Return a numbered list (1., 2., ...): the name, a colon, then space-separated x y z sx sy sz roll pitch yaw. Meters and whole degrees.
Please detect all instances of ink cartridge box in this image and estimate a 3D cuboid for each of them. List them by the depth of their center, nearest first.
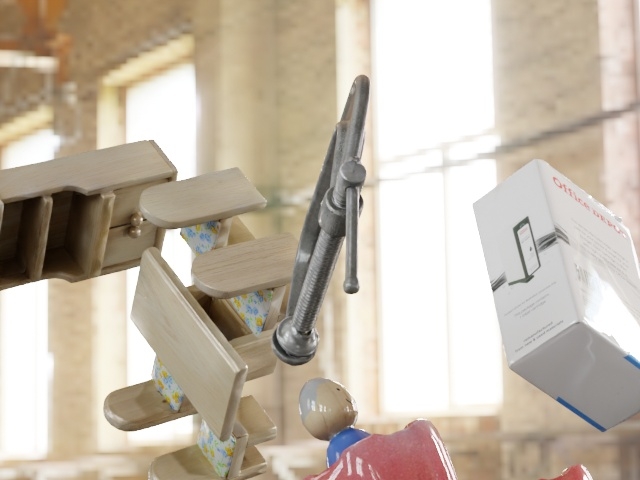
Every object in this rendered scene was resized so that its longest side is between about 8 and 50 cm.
1. ink cartridge box: 0.226 0.048 1.753 0.086 0.203 0.148 -36 -51 26

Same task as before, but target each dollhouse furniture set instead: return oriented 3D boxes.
1. dollhouse furniture set: -0.144 0.047 1.444 0.161 0.242 0.212 -14 -43 -32

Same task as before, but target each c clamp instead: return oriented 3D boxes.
1. c clamp: 0.000 0.000 0.864 0.022 0.137 0.160 11 -32 -5

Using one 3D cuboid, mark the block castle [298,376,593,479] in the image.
1. block castle: 0.014 0.240 1.175 0.303 0.213 0.453 -32 -18 12
